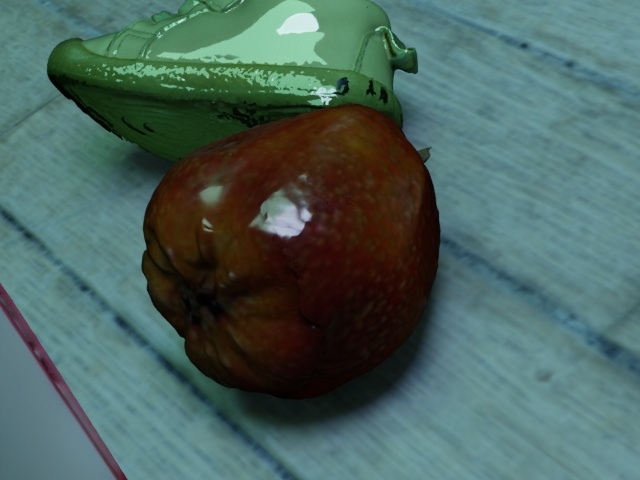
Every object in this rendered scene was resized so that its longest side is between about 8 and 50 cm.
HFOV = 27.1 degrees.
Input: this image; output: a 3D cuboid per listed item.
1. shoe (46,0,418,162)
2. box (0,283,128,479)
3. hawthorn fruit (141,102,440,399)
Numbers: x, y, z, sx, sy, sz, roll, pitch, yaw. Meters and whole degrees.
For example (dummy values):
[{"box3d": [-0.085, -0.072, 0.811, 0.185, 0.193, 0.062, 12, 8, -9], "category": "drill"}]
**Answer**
[{"box3d": [-0.057, -0.111, 0.931, 0.262, 0.140, 0.128, 9, 58, 26], "category": "shoe"}, {"box3d": [-0.261, 0.199, 0.538, 0.312, 0.300, 0.314, -2, 44, 25], "category": "box"}, {"box3d": [-0.012, 0.007, 0.764, 0.173, 0.173, 0.179, -8, 16, 18], "category": "hawthorn fruit"}]
